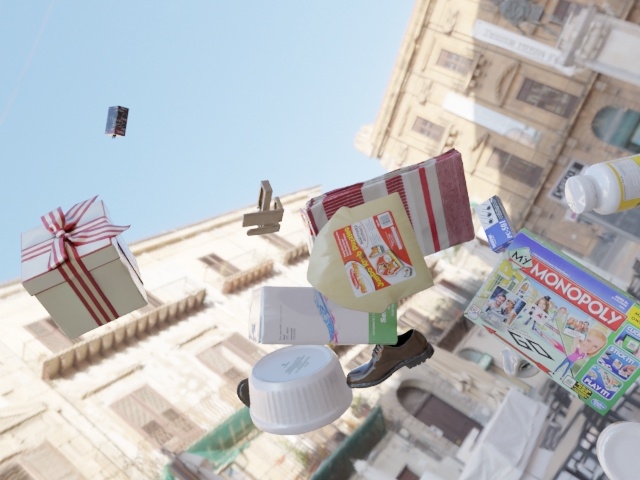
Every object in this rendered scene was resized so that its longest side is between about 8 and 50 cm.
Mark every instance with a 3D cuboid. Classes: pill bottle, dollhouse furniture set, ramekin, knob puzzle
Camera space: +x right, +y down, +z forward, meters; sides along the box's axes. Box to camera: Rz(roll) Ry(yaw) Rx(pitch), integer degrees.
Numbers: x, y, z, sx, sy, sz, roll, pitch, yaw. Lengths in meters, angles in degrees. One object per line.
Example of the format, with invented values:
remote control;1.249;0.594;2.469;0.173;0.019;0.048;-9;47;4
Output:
pill bottle;0.642;0.440;1.178;0.131;0.131;0.229;-60;-28;-2
dollhouse furniture set;-0.199;-0.094;1.733;0.123;0.151;0.144;-10;-35;-21
pill bottle;0.583;-0.108;1.114;0.184;0.103;0.103;-13;-33;-3
ramekin;-0.060;0.365;1.459;0.273;0.273;0.127;-30;-68;-51
knob puzzle;0.069;0.033;0.956;0.213;0.213;0.030;-58;-16;-6

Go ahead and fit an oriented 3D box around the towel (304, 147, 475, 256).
towel;0.152;-0.040;1.191;0.329;0.037;0.237;-19;-52;2

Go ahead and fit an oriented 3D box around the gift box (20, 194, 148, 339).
gift box;-0.598;0.048;1.476;0.276;0.255;0.258;-29;-48;-13

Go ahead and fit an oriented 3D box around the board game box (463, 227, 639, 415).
board game box;0.465;0.151;1.096;0.046;0.317;0.213;-17;-41;-58

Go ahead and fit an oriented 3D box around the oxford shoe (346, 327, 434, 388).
oxford shoe;0.147;0.273;1.353;0.227;0.096;0.083;-33;15;14

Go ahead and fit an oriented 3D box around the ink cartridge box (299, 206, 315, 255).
ink cartridge box;0.000;0.000;1.903;0.078;0.134;0.231;-16;-73;-9

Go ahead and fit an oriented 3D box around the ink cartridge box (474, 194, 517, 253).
ink cartridge box;0.659;-0.062;2.141;0.046;0.207;0.097;24;-48;-39

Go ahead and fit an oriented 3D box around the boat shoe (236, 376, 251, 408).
boat shoe;-0.088;0.452;1.663;0.104;0.307;0.110;129;151;-88

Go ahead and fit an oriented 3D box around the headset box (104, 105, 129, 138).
headset box;-0.532;-0.306;1.491;0.032;0.062;0.083;10;-90;-44

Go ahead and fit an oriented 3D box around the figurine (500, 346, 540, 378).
figurine;0.518;0.208;1.363;0.209;0.215;0.092;-96;-12;-51

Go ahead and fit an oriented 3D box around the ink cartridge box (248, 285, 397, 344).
ink cartridge box;-0.003;0.158;1.202;0.201;0.278;0.117;151;121;-74
